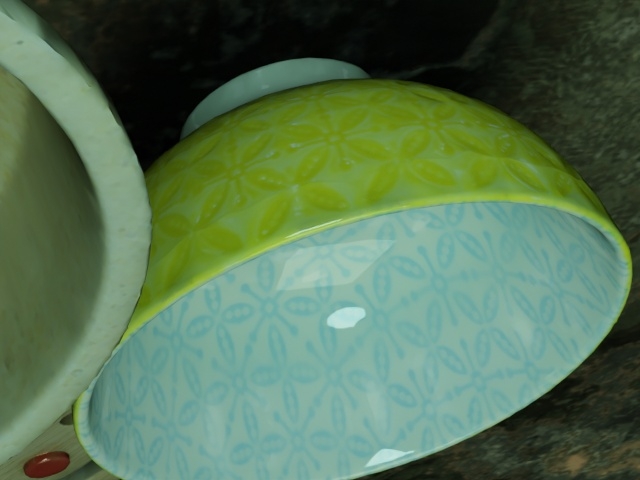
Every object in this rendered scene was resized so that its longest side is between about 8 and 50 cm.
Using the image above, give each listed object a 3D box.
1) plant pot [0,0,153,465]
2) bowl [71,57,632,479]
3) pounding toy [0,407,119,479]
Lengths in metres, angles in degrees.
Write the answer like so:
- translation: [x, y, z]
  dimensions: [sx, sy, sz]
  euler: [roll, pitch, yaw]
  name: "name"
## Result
- translation: [-0.242, -0.095, 0.480]
  dimensions: [0.333, 0.305, 0.334]
  euler: [-13, 151, -8]
  name: "plant pot"
- translation: [0.000, 0.000, 0.919]
  dimensions: [0.289, 0.156, 0.289]
  euler: [-13, 149, -8]
  name: "bowl"
- translation: [-0.144, 0.119, 1.041]
  dimensions: [0.269, 0.155, 0.154]
  euler: [-27, 154, 15]
  name: "pounding toy"
